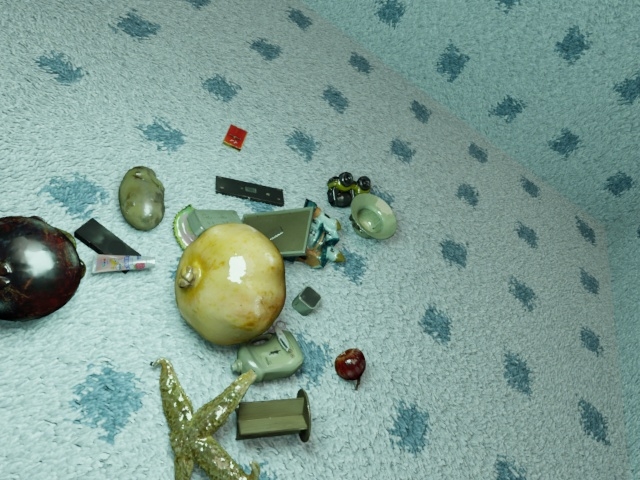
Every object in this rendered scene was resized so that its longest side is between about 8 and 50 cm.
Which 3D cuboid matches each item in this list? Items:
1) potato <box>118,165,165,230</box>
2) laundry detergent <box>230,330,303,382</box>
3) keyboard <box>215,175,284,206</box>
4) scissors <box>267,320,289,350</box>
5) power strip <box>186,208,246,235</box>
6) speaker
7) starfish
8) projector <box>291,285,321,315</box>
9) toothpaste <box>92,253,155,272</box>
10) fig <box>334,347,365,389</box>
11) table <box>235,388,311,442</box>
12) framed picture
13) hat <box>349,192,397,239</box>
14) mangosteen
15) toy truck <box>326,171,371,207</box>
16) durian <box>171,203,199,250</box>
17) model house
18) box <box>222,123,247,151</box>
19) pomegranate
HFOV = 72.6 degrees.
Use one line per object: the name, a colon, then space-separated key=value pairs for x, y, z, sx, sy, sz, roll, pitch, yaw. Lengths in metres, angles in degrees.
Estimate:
potato: x=-0.662 y=-0.156 z=1.616 sx=0.164 sy=0.165 sz=0.263 roll=7 pitch=53 yaw=-26
laundry detergent: x=-0.197 y=0.412 z=1.538 sx=0.253 sy=0.091 sz=0.181 roll=-7 pitch=51 yaw=-33
keyboard: x=-0.312 y=-0.214 z=1.938 sx=0.316 sy=0.027 sz=0.106 roll=11 pitch=52 yaw=-24
scissors: x=-0.145 y=0.340 z=1.564 sx=0.085 sy=0.022 sz=0.176 roll=-6 pitch=24 yaw=-23
power strip: x=-0.383 y=-0.069 z=1.684 sx=0.093 sy=0.053 sz=0.288 roll=58 pitch=27 yaw=14
speaker: x=-0.741 y=0.019 z=1.521 sx=0.218 sy=0.044 sz=0.082 roll=38 pitch=49 yaw=-2
starfish: x=-0.339 y=0.538 z=1.315 sx=0.323 sy=0.082 sz=0.433 roll=-14 pitch=64 yaw=0
projector: x=-0.056 y=0.241 z=1.743 sx=0.083 sy=0.082 sz=0.083 roll=41 pitch=49 yaw=0
toothpaste: x=-0.664 y=0.075 z=1.477 sx=0.194 sy=0.043 sz=0.067 roll=-1 pitch=66 yaw=-23
fig: x=0.115 y=0.485 z=1.657 sx=0.128 sy=0.128 sz=0.151 roll=9 pitch=61 yaw=-25
table: x=-0.161 y=0.581 z=1.423 sx=0.226 sy=0.167 sz=0.167 roll=2 pitch=58 yaw=-18
framed picture: x=-0.192 y=-0.029 z=1.750 sx=0.323 sy=0.020 sz=0.241 roll=-6 pitch=51 yaw=17
hat: x=0.229 y=-0.086 z=2.094 sx=0.256 sy=0.130 sz=0.258 roll=15 pitch=53 yaw=-20
mangosteen: x=-0.857 y=0.080 z=1.264 sx=0.329 sy=0.330 sz=0.331 roll=15 pitch=53 yaw=-21
toy truck: x=0.140 y=-0.237 z=2.153 sx=0.224 sy=0.147 sz=0.166 roll=6 pitch=81 yaw=-30
durian: x=-0.477 y=-0.018 z=1.671 sx=0.137 sy=0.095 sz=0.221 roll=-35 pitch=81 yaw=-5
model house: x=0.000 y=0.000 z=1.883 sx=0.291 sy=0.184 sz=0.253 roll=30 pitch=46 yaw=-15
box: x=-0.404 y=-0.488 z=2.070 sx=0.090 sy=0.023 sz=0.134 roll=22 pitch=51 yaw=-13
pomegranate: x=-0.304 y=0.137 z=1.462 sx=0.410 sy=0.411 sz=0.412 roll=15 pitch=53 yaw=-21
